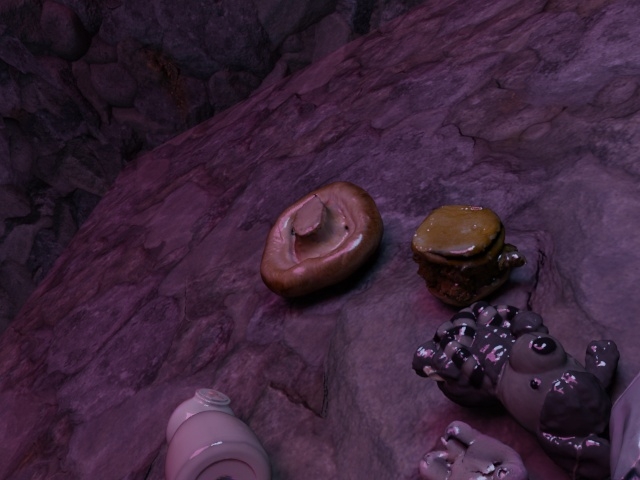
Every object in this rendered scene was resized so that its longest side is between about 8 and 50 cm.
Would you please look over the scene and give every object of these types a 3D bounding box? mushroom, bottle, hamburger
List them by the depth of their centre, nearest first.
[{"bbox_3d":[-0.174,0.323,0.920,0.147,0.147,0.236,-41,22,-9],"label":"bottle"},{"bbox_3d":[0.237,0.025,0.931,0.185,0.131,0.159,6,41,41],"label":"hamburger"},{"bbox_3d":[0.000,0.000,1.192,0.278,0.146,0.278,-21,43,21],"label":"mushroom"}]

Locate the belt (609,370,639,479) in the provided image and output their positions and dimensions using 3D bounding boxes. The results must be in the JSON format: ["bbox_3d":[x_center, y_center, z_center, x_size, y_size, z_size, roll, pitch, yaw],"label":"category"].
[{"bbox_3d":[0.357,0.246,0.335,0.300,0.173,0.436,-25,42,-1],"label":"belt"}]

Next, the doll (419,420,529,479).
[{"bbox_3d":[0.149,0.300,0.652,0.192,0.095,0.149,-46,25,-14],"label":"doll"}]

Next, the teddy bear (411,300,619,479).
[{"bbox_3d":[0.259,0.150,0.709,0.171,0.144,0.251,-36,29,-29],"label":"teddy bear"}]
